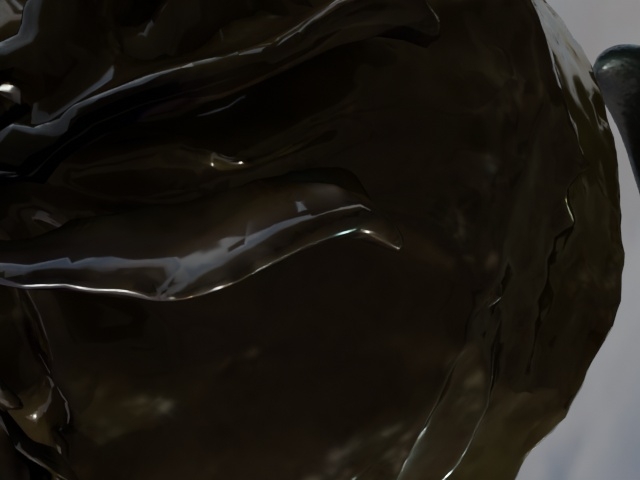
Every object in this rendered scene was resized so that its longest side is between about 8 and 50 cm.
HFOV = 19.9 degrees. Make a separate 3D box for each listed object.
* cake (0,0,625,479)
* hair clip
[{"bbox_3d":[-0.080,-0.031,0.663,0.321,0.332,0.332,30,-101,-60],"label":"cake"},{"bbox_3d":[0.177,0.021,0.823,0.070,0.039,0.229,-9,-96,-54],"label":"hair clip"}]
